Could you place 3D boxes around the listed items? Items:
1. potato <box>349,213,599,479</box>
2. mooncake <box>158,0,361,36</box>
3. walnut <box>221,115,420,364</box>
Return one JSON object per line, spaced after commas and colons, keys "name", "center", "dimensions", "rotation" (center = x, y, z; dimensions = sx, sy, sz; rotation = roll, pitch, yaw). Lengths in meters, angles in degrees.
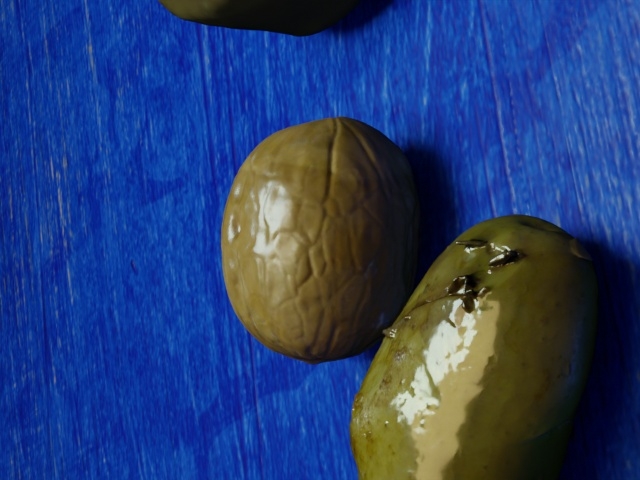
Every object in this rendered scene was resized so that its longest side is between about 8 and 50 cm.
{"name": "potato", "center": [0.104, 0.127, 1.369], "dimensions": [0.173, 0.140, 0.300], "rotation": [30, 108, 52]}
{"name": "mooncake", "center": [-0.035, -0.316, 1.637], "dimensions": [0.284, 0.155, 0.284], "rotation": [-18, 69, 58]}
{"name": "walnut", "center": [0.000, 0.000, 1.543], "dimensions": [0.165, 0.165, 0.197], "rotation": [12, 104, 59]}
